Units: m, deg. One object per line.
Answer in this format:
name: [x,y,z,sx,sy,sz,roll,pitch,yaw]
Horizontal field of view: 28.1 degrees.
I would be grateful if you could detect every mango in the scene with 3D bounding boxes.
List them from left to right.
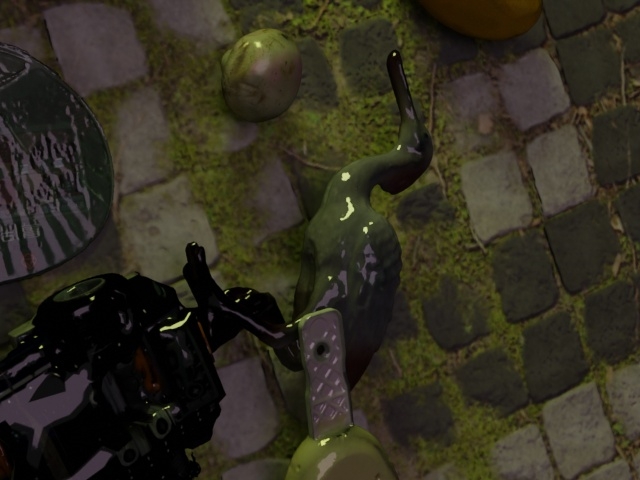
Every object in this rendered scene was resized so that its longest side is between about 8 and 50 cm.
mango: [0.132,-0.252,1.211,0.190,0.075,0.098,35,76,-27]

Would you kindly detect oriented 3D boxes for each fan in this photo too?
fan: [-0.259,-0.096,1.030,0.223,0.012,0.294,22,77,-24]

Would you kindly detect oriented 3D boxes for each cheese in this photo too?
cheese: [0.014,0.181,1.087,0.127,0.050,0.256,-13,107,-30]

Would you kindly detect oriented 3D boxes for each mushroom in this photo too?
mushroom: [-0.053,-0.144,1.110,0.083,0.067,0.084,-32,132,-43]

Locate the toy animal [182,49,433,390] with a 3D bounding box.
toy animal: [0.022,0.007,1.117,0.324,0.090,0.195,-44,111,-19]

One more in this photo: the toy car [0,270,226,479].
toy car: [-0.211,0.147,0.974,0.301,0.118,0.193,-29,107,-27]
